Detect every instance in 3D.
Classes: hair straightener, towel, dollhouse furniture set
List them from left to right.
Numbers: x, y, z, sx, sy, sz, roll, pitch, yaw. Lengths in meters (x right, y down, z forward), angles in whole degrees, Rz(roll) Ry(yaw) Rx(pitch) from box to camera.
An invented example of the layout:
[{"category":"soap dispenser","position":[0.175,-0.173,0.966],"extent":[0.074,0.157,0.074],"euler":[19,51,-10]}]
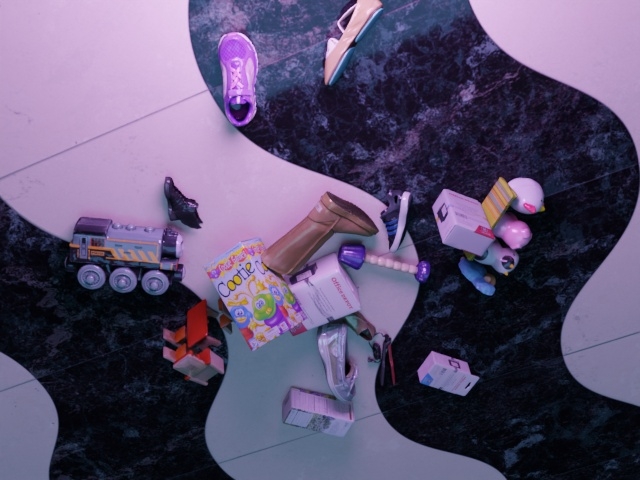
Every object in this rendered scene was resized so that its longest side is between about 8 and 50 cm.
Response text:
[{"category":"dollhouse furniture set","position":[-0.365,0.287,1.913],"extent":[0.262,0.259,0.135],"euler":[-37,128,18]},{"category":"hair straightener","position":[0.200,0.398,2.150],"extent":[0.089,0.047,0.230],"euler":[-7,124,1]},{"category":"towel","position":[0.470,-0.060,1.822],"extent":[0.021,0.102,0.237],"euler":[15,123,-20]}]

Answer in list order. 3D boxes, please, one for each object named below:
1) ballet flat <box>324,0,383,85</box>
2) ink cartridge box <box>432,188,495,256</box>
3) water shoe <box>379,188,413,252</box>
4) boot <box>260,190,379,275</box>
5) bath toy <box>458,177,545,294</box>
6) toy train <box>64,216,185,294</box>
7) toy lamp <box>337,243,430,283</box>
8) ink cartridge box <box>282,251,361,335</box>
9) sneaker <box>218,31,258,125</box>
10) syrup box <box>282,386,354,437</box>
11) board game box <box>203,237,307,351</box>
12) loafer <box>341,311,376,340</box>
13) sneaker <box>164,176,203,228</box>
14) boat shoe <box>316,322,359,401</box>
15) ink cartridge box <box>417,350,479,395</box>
[{"category":"ballet flat","position":[0.061,-0.483,1.539],"extent":[0.073,0.080,0.232],"euler":[39,114,5]},{"category":"ink cartridge box","position":[0.394,-0.051,1.780],"extent":[0.127,0.175,0.072],"euler":[19,124,-15]},{"category":"water shoe","position":[0.210,-0.059,1.839],"extent":[0.080,0.073,0.203],"euler":[20,125,15]},{"category":"boot","position":[0.000,0.000,1.818],"extent":[0.236,0.089,0.269],"euler":[29,116,-36]},{"category":"bath toy","position":[0.536,-0.012,1.844],"extent":[0.151,0.129,0.348],"euler":[15,121,-13]},{"category":"toy train","position":[-0.548,0.040,1.814],"extent":[0.333,0.142,0.190],"euler":[6,114,-8]},{"category":"toy lamp","position":[0.186,0.067,1.905],"extent":[0.274,0.080,0.080],"euler":[14,122,-12]},{"category":"ink cartridge box","position":[-0.019,0.164,1.945],"extent":[0.237,0.100,0.172],"euler":[-23,122,13]},{"category":"sneaker","position":[-0.199,-0.380,1.561],"extent":[0.095,0.105,0.236],"euler":[-1,123,-1]},{"category":"syrup box","position":[-0.008,0.601,2.246],"extent":[0.236,0.096,0.093],"euler":[16,124,-15]},{"category":"board game box","position":[-0.183,0.149,1.821],"extent":[0.144,0.142,0.275],"euler":[-33,85,17]},{"category":"loafer","position":[0.124,0.272,2.057],"extent":[0.148,0.050,0.056],"euler":[34,116,-24]},{"category":"sneaker","position":[-0.377,-0.104,1.773],"extent":[0.089,0.051,0.170],"euler":[-1,129,-3]},{"category":"boat shoe","position":[0.072,0.401,2.101],"extent":[0.103,0.118,0.320],"euler":[-8,118,15]},{"category":"ink cartridge box","position":[0.437,0.457,2.197],"extent":[0.180,0.060,0.104],"euler":[20,120,-16]}]
